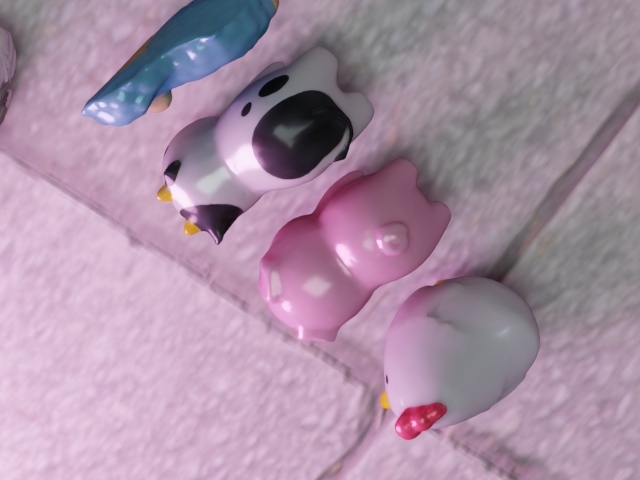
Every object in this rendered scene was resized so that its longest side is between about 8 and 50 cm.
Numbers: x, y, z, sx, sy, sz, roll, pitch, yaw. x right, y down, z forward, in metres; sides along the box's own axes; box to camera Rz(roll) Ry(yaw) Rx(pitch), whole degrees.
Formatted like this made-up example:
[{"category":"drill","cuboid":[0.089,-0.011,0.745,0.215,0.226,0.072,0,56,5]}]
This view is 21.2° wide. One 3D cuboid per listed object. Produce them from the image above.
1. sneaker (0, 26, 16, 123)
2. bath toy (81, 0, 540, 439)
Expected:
[{"category":"sneaker","cuboid":[-0.297,-0.067,1.176,0.115,0.090,0.232,35,111,-6]},{"category":"bath toy","cuboid":[0.000,0.000,1.153,0.348,0.129,0.151,48,143,-13]}]
